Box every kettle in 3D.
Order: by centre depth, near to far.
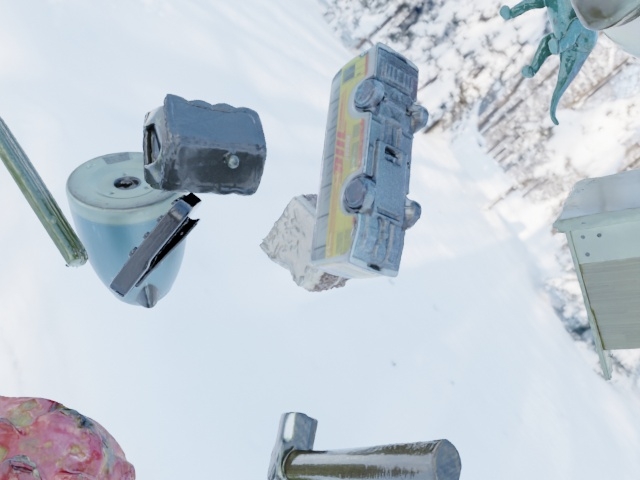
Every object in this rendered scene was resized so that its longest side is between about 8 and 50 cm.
[{"bbox_3d":[-0.435,-0.020,1.442,0.247,0.342,0.319,-11,40,-19],"label":"kettle"}]

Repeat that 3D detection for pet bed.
[{"bbox_3d":[-0.224,-0.175,1.190,0.211,0.183,0.159,3,-3,-32],"label":"pet bed"}]

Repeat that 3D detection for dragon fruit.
[{"bbox_3d":[-0.536,0.478,1.079,0.249,0.387,0.370,-91,176,-72],"label":"dragon fruit"}]

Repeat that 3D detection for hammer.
[{"bbox_3d":[0.022,0.204,0.565,0.044,0.365,0.111,18,66,-15],"label":"hammer"}]

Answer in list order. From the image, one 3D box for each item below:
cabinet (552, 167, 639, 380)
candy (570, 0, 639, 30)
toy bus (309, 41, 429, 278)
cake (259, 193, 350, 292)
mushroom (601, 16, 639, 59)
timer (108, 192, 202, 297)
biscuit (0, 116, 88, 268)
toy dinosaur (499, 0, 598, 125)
[{"bbox_3d":[0.604,0.046,1.059,0.227,0.290,0.317,-39,112,-52],"label":"cabinet"},{"bbox_3d":[0.394,-0.345,0.704,0.104,0.234,0.102,-28,83,-34],"label":"candy"},{"bbox_3d":[0.054,-0.089,0.719,0.092,0.106,0.268,19,69,-37],"label":"toy bus"},{"bbox_3d":[0.000,0.000,1.042,0.135,0.134,0.147,46,19,24],"label":"cake"},{"bbox_3d":[0.519,-0.434,0.868,0.315,0.315,0.355,20,75,-57],"label":"mushroom"},{"bbox_3d":[-0.269,0.007,1.038,0.055,0.187,0.144,39,7,-8],"label":"timer"},{"bbox_3d":[-0.490,-0.094,1.045,0.322,0.038,0.099,58,-11,1],"label":"biscuit"},{"bbox_3d":[0.540,-0.456,1.231,0.129,0.331,0.383,3,-68,70],"label":"toy dinosaur"}]
